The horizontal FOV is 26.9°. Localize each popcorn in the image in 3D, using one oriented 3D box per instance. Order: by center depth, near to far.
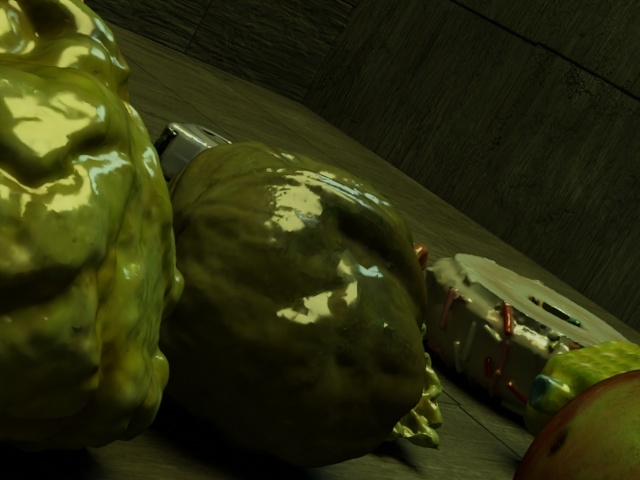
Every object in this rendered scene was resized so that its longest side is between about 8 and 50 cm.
[{"bbox_3d":[-0.211,-0.005,0.947,0.294,0.292,0.334,29,14,-26],"label":"popcorn"}]

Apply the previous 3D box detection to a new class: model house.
[{"bbox_3d":[0.400,0.239,1.580,0.303,0.215,0.237,18,4,-30],"label":"model house"}]

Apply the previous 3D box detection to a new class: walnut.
[{"bbox_3d":[-0.039,0.053,1.200,0.277,0.253,0.282,24,10,-19],"label":"walnut"}]

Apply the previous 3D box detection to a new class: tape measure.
[{"bbox_3d":[-0.164,-0.098,2.016,0.178,0.105,0.196,34,7,11],"label":"tape measure"}]

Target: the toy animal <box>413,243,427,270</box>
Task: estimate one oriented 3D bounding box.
[{"bbox_3d":[-0.002,0.001,1.832,0.281,0.195,0.169,35,-28,9],"label":"toy animal"}]

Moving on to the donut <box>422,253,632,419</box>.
[{"bbox_3d":[0.307,0.157,1.925,0.383,0.142,0.382,27,10,-5],"label":"donut"}]

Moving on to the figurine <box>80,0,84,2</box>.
[{"bbox_3d":[-0.426,-0.261,1.723,0.248,0.276,0.388,43,1,-35],"label":"figurine"}]

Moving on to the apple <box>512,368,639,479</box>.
[{"bbox_3d":[0.310,0.263,1.062,0.348,0.277,0.348,26,13,-7],"label":"apple"}]

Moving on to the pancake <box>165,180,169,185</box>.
[{"bbox_3d":[-0.315,-0.109,1.849,0.254,0.037,0.253,27,10,-5],"label":"pancake"}]

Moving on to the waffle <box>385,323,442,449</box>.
[{"bbox_3d":[0.026,0.125,1.419,0.223,0.054,0.204,16,44,-22],"label":"waffle"}]
